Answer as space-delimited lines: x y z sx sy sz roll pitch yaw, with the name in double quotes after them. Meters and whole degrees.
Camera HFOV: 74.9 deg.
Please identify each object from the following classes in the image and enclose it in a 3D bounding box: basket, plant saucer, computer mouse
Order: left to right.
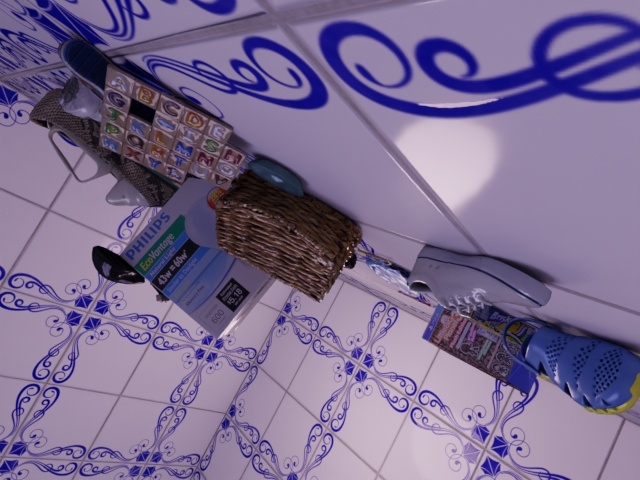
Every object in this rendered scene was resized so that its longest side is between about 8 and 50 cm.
-0.515 0.112 1.143 0.184 0.060 0.262 41 174 15 "computer mouse"
-0.079 -0.122 0.784 0.119 0.021 0.119 29 174 3 "plant saucer"
-0.058 -0.051 0.946 0.299 0.223 0.214 27 141 12 "basket"

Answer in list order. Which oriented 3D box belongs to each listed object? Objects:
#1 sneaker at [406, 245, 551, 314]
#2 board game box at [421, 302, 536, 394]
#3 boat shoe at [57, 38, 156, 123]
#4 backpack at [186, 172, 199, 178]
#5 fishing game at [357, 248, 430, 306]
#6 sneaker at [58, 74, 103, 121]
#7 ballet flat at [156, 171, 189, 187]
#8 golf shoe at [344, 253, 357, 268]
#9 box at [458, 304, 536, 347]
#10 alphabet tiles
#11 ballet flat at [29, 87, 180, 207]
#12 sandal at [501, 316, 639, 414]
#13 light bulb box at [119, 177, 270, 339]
0.237 0.077 0.664 0.094 0.091 0.258 31 174 -22 "sneaker"
0.519 0.338 1.335 0.232 0.141 0.290 34 172 -41 "board game box"
-0.348 -0.260 0.701 0.066 0.066 0.183 30 166 38 "boat shoe"
-0.264 -0.179 0.823 0.104 0.084 0.114 18 159 29 "backpack"
0.217 0.102 1.233 0.264 0.041 0.189 42 167 -34 "fishing game"
-0.492 -0.305 0.915 0.115 0.091 0.232 25 -173 -39 "sneaker"
-0.514 -0.197 1.653 0.342 0.124 0.116 33 173 -37 "ballet flat"
0.027 0.043 1.421 0.198 0.077 0.094 30 174 1 "golf shoe"
0.421 0.195 0.998 0.168 0.054 0.059 30 173 -8 "box"
-0.253 -0.168 0.719 0.237 0.009 0.198 25 145 -18 "alphabet tiles"
-0.628 -0.219 1.239 0.483 0.182 0.164 45 157 -20 "ballet flat"
0.450 0.220 0.785 0.138 0.126 0.317 33 172 -3 "sandal"
-0.301 0.031 1.235 0.361 0.358 0.225 38 174 4 "light bulb box"
